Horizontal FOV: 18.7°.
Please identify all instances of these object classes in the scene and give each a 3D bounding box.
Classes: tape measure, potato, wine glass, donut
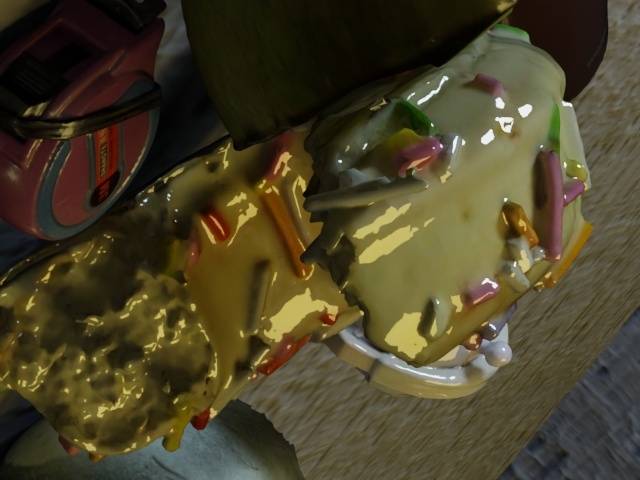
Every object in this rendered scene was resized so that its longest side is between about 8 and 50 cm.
[{"bbox_3d":[-0.134,-0.065,1.029,0.125,0.074,0.118,-42,158,-32],"label":"tape measure"},{"bbox_3d":[0.028,-0.198,0.960,0.280,0.213,0.330,-27,-173,44],"label":"potato"},{"bbox_3d":[-0.164,0.232,1.367,0.323,0.238,0.238,-23,152,-43],"label":"wine glass"},{"bbox_3d":[-0.002,-0.001,1.130,0.371,0.150,0.307,-21,-168,40],"label":"donut"}]

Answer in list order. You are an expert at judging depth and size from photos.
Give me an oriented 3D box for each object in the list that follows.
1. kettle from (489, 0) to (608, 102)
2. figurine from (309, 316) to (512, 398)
[{"bbox_3d":[0.123,-0.205,1.230,0.202,0.144,0.232,-62,164,-17],"label":"kettle"},{"bbox_3d":[0.036,0.038,1.408,0.162,0.236,0.141,-31,150,-49],"label":"figurine"}]
